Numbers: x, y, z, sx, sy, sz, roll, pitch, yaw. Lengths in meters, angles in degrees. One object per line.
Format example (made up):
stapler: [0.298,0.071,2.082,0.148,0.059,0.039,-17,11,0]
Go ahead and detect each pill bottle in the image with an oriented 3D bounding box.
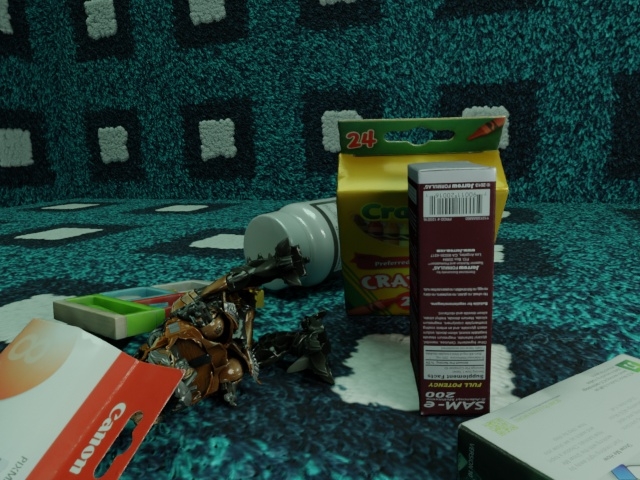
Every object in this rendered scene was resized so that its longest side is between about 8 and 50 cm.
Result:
pill bottle: [0.000,0.000,0.963,0.161,0.161,0.283,8,15,41]

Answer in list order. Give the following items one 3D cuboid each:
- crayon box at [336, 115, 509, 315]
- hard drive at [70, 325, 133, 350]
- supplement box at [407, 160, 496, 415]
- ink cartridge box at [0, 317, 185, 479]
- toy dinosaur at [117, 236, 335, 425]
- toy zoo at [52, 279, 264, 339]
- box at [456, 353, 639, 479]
crayon box: [0.126,-0.014,0.667,0.202,0.318,0.081,-1,48,7]
hard drive: [-0.334,0.138,0.663,0.135,0.022,0.094,-2,11,-1]
supplement box: [0.131,0.041,0.514,0.073,0.239,0.130,-1,12,6]
ink cartridge box: [-0.222,0.141,0.402,0.179,0.045,0.145,1,44,30]
toy dinosaur: [-0.112,0.092,0.578,0.218,0.164,0.322,-17,31,8]
toy zoo: [-0.227,0.096,0.772,0.192,0.030,0.293,3,6,41]
box: [0.283,0.173,0.301,0.232,0.058,0.322,-8,11,-30]
